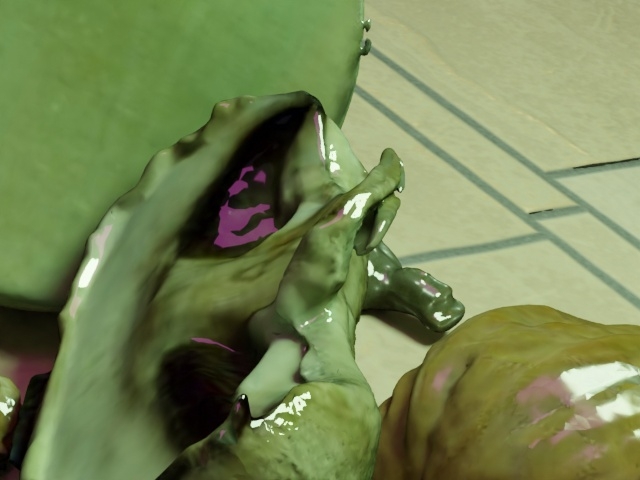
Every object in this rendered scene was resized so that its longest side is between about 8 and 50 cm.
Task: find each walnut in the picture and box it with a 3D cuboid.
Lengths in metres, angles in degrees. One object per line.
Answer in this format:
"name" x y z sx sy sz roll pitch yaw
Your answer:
"walnut" 0.122 0.127 0.959 0.213 0.213 0.213 11 28 -6

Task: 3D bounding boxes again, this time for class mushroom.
"mushroom" -0.038 0.061 0.980 0.130 0.247 0.344 47 14 -24

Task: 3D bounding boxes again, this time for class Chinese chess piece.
"Chinese chess piece" -0.147 -0.131 1.141 0.349 0.349 0.146 2 15 -22

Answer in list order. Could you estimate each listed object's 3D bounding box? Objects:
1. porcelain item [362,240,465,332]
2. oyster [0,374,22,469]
"porcelain item" 0.000 0.000 1.277 0.215 0.069 0.081 33 28 23
"oyster" -0.310 0.086 0.970 0.345 0.079 0.129 0 39 -29
